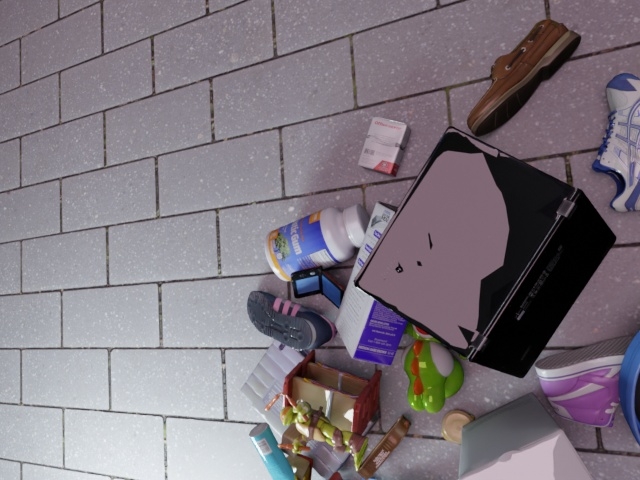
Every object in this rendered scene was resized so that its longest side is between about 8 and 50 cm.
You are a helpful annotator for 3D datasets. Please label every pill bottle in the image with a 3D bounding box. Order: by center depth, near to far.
[{"bbox_3d":[0.000,0.000,1.209,0.272,0.152,0.152,-22,78,22],"label":"pill bottle"}]

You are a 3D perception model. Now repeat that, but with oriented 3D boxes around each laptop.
[{"bbox_3d":[0.360,0.043,0.959,0.236,0.408,0.381,38,99,49],"label":"laptop"}]

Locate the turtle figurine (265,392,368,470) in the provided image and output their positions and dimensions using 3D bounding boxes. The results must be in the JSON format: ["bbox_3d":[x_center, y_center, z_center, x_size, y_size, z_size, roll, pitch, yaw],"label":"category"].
[{"bbox_3d":[-0.005,0.421,0.989,0.218,0.087,0.269,20,134,18],"label":"turtle figurine"}]

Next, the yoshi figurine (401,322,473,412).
[{"bbox_3d":[0.277,0.223,1.086,0.203,0.203,0.361,13,75,-14],"label":"yoshi figurine"}]

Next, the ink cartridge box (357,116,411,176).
[{"bbox_3d":[0.171,-0.249,1.199,0.099,0.056,0.135,21,96,24],"label":"ink cartridge box"}]

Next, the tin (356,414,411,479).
[{"bbox_3d":[0.161,0.519,1.127,0.040,0.106,0.189,38,103,14],"label":"tin"}]

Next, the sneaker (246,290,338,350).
[{"bbox_3d":[-0.087,0.222,1.270,0.319,0.131,0.112,22,105,47],"label":"sneaker"}]

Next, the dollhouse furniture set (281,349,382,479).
[{"bbox_3d":[0.017,0.492,1.134,0.202,0.152,0.373,13,109,24],"label":"dollhouse furniture set"}]

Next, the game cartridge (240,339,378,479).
[{"bbox_3d":[-0.043,0.457,1.252,0.355,0.068,0.230,39,106,22],"label":"game cartridge"}]

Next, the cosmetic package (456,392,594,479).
[{"bbox_3d":[0.389,0.431,0.872,0.197,0.365,0.155,-32,74,13],"label":"cosmetic package"}]

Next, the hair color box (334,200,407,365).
[{"bbox_3d":[0.149,0.094,1.055,0.110,0.185,0.338,14,102,-15],"label":"hair color box"}]

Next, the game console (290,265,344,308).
[{"bbox_3d":[-0.008,0.139,1.198,0.124,0.144,0.085,-12,57,-6],"label":"game console"}]

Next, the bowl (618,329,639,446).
[{"bbox_3d":[0.753,0.274,0.819,0.392,0.077,0.390,1,97,6],"label":"bowl"}]

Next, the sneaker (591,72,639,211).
[{"bbox_3d":[0.640,-0.204,0.950,0.131,0.112,0.296,-16,79,24],"label":"sneaker"}]

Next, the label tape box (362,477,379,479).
[{"bbox_3d":[0.232,0.714,1.030,0.334,0.106,0.240,5,72,18],"label":"label tape box"}]

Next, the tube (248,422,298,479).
[{"bbox_3d":[-0.106,0.548,1.100,0.080,0.052,0.207,-20,99,39],"label":"tube"}]

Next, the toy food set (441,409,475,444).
[{"bbox_3d":[0.338,0.455,1.094,0.083,0.020,0.083,7,89,25],"label":"toy food set"}]

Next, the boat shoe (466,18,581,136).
[{"bbox_3d":[0.451,-0.380,1.060,0.307,0.111,0.104,-43,66,6],"label":"boat shoe"}]

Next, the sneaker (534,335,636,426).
[{"bbox_3d":[0.622,0.300,0.943,0.282,0.102,0.161,-22,89,25],"label":"sneaker"}]
